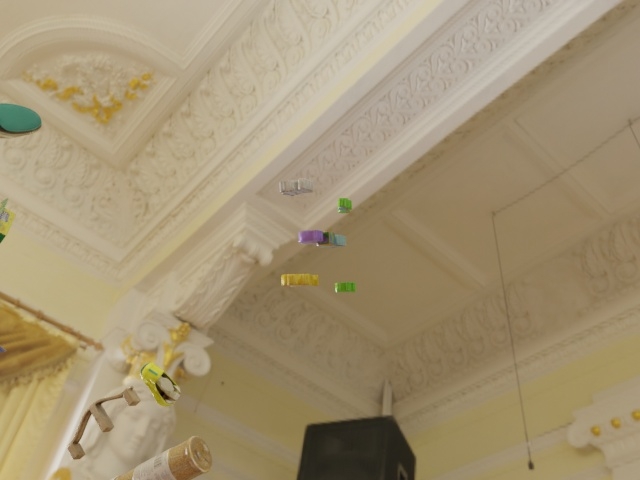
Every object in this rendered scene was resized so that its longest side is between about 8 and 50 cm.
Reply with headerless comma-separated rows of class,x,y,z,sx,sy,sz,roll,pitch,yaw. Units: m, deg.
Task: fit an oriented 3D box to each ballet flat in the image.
ballet flat,-0.456,0.438,1.891,0.077,0.077,0.231,16,-33,25
ballet flat,-0.758,-0.266,1.458,0.086,0.248,0.086,4,-81,27

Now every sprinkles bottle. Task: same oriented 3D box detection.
sprinkles bottle,-0.515,0.743,2.013,0.355,0.121,0.121,-30,-56,12

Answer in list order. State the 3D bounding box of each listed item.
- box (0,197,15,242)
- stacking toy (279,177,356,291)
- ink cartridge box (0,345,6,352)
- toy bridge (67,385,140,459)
box,-0.655,0.007,1.252,0.043,0.105,0.179,32,-75,-26
stacking toy,0.000,0.000,1.073,0.052,0.167,0.221,-6,-10,26
ink cartridge box,-0.799,0.199,1.232,0.165,0.332,0.065,26,-69,24
toy bridge,-0.441,0.355,1.291,0.188,0.063,0.026,-44,-24,8
